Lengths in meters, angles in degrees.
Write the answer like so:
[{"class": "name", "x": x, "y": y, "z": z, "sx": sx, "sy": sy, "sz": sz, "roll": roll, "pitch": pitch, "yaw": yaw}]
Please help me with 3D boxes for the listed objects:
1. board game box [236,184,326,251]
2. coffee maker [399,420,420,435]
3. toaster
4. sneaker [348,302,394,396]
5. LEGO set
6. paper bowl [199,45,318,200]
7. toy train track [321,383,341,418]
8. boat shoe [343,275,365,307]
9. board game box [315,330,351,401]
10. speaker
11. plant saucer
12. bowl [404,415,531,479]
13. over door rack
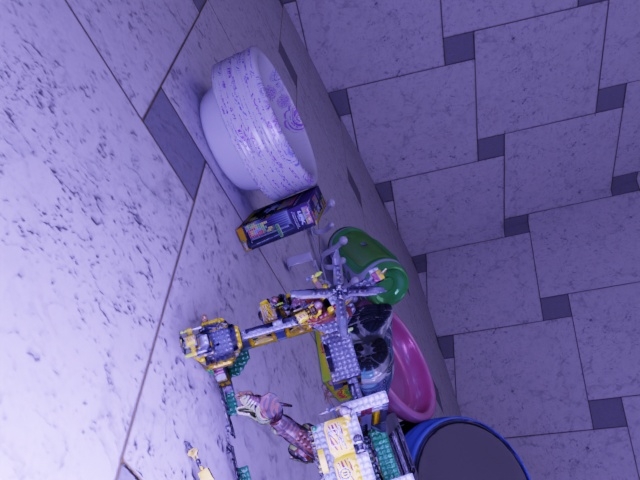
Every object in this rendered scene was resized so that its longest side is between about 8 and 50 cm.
[{"class": "board game box", "x": -0.069, "y": -0.044, "z": 1.250, "sx": 0.170, "sy": 0.141, "sz": 0.048, "roll": -69, "pitch": 136, "yaw": -74}, {"class": "coffee maker", "x": 0.226, "y": 0.548, "z": 1.632, "sx": 0.171, "sy": 0.120, "sz": 0.178, "roll": -27, "pitch": 95, "yaw": -52}, {"class": "toaster", "x": 0.104, "y": 0.417, "z": 1.269, "sx": 0.168, "sy": 0.110, "sz": 0.186, "roll": 27, "pitch": 42, "yaw": -74}, {"class": "sneaker", "x": 0.112, "y": 0.243, "z": 1.481, "sx": 0.283, "sy": 0.110, "sz": 0.122, "roll": -73, "pitch": 152, "yaw": -61}, {"class": "LEGO set", "x": -0.030, "y": 0.183, "z": 0.739, "sx": 0.192, "sy": 0.254, "sz": 0.331, "roll": 82, "pitch": 0, "yaw": -65}, {"class": "paper bowl", "x": -0.125, "y": -0.211, "z": 1.283, "sx": 0.284, "sy": 0.148, "sz": 0.284, "roll": -22, "pitch": 90, "yaw": -78}, {"class": "toy train track", "x": 0.025, "y": 0.319, "z": 1.326, "sx": 0.048, "sy": 0.014, "sz": 0.083, "roll": -76, "pitch": 143, "yaw": -71}, {"class": "boat shoe", "x": 0.158, "y": 0.215, "z": 1.903, "sx": 0.116, "sy": 0.099, "sz": 0.319, "roll": -88, "pitch": 153, "yaw": -63}, {"class": "board game box", "x": 0.029, "y": 0.237, "z": 1.421, "sx": 0.181, "sy": 0.043, "sz": 0.092, "roll": -101, "pitch": 164, "yaw": -44}, {"class": "speaker", "x": 0.118, "y": 0.062, "z": 1.747, "sx": 0.131, "sy": 0.131, "sz": 0.296, "roll": 62, "pitch": -7, "yaw": -27}, {"class": "plant saucer", "x": 0.166, "y": 0.305, "z": 1.679, "sx": 0.332, "sy": 0.084, "sz": 0.332, "roll": 44, "pitch": 26, "yaw": -28}, {"class": "bowl", "x": 0.330, "y": 0.583, "z": 1.501, "sx": 0.391, "sy": 0.077, "sz": 0.391, "roll": 17, "pitch": 53, "yaw": -23}, {"class": "over door rack", "x": 0.000, "y": 0.000, "z": 1.567, "sx": 0.324, "sy": 0.108, "sz": 0.240, "roll": 47, "pitch": 23, "yaw": -60}]
